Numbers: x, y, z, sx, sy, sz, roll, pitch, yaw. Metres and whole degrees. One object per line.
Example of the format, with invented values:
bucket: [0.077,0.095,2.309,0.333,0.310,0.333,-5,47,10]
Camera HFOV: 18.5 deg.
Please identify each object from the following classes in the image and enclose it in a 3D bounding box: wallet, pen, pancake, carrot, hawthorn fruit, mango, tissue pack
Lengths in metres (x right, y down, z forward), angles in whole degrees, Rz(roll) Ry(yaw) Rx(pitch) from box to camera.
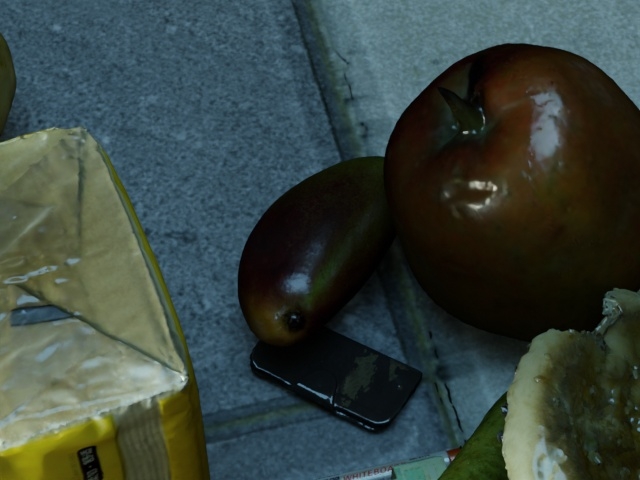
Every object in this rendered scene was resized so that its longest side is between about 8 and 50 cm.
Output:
wallet: [0.012,0.123,1.861,0.157,0.018,0.082,26,55,19]
pen: [0.027,0.222,1.786,0.218,0.026,0.026,-12,55,-6]
pancake: [0.311,0.208,1.675,0.382,0.071,0.382,16,53,-23]
carrot: [0.109,0.233,1.622,0.074,0.074,0.358,26,41,19]
hawthorn fruit: [0.188,-0.057,1.811,0.268,0.301,0.267,-15,54,22]
mango: [0.000,0.000,1.887,0.111,0.133,0.267,53,47,-16]
tissue pack: [-0.226,0.143,1.635,0.228,0.382,0.293,-16,55,-12]

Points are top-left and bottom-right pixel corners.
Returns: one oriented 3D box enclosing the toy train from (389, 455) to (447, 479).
toy train: [0.149,0.242,1.737,0.194,0.080,0.125,-12,47,-9]

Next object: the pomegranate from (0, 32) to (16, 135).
pomegranate: [-0.421,-0.147,1.953,0.233,0.233,0.233,-1,55,1]
